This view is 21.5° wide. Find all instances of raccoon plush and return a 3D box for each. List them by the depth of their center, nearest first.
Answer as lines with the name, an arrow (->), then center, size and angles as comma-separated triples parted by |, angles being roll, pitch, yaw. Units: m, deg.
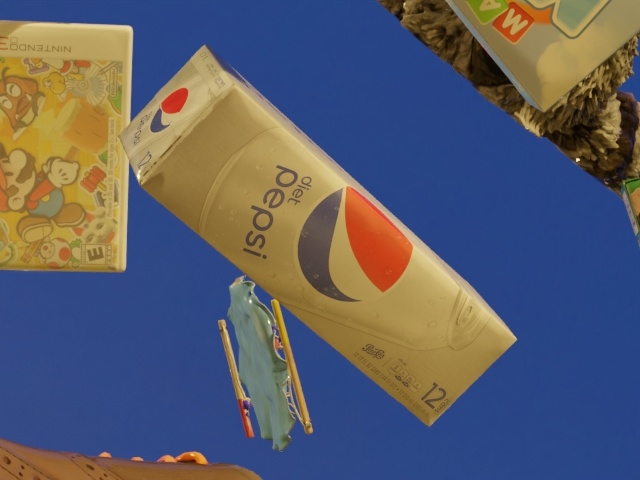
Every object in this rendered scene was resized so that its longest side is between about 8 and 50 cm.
raccoon plush -> 0.229, -0.244, 1.397 | 0.299, 0.446, 0.216 | -49, -119, 10

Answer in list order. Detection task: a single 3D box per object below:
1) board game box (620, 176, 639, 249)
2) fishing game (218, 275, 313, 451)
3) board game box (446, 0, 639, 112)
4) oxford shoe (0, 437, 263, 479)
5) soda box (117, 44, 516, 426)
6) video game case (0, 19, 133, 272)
board game box -> 0.401, 0.072, 1.402 | 0.213, 0.046, 0.317 | -17, -99, 4
fishing game -> -0.055, 0.125, 1.759 | 0.264, 0.041, 0.189 | 142, -67, -72
board game box -> 0.134, -0.189, 0.791 | 0.211, 0.039, 0.160 | -41, -75, 5
oxford shoe -> -0.073, 0.099, 0.504 | 0.097, 0.098, 0.271 | -24, -55, 37
soda box -> 0.000, 0.000, 1.145 | 0.091, 0.098, 0.286 | -46, -64, 6
video game case -> -0.276, -0.085, 1.526 | 0.206, 0.026, 0.227 | 2, -78, -7
